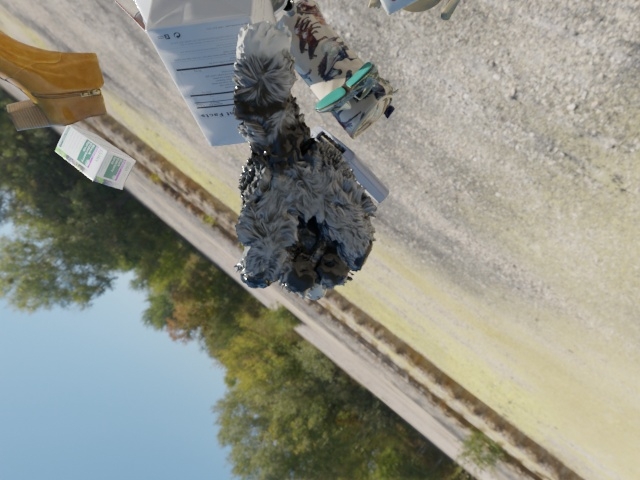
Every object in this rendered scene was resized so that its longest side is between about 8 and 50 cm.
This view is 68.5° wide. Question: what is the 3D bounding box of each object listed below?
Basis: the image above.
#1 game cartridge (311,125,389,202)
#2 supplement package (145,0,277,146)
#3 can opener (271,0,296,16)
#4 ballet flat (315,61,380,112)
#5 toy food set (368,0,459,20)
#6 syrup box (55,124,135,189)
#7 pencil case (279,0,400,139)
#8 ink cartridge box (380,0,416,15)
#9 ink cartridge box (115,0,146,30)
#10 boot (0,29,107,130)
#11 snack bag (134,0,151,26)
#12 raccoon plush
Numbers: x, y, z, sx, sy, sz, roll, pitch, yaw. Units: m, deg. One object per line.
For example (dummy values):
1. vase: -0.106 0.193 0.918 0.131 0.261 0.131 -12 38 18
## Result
1. game cartridge: 0.085 -0.221 1.370 0.196 0.060 0.294 44 -175 -37
2. supplement package: -0.166 -0.339 0.873 0.175 0.177 0.293 -5 154 7
3. can opener: -0.173 -0.578 1.034 0.283 0.076 0.095 40 -173 14
4. ballet flat: 0.076 -0.378 1.218 0.070 0.188 0.070 51 -166 -18
5. toy food set: 0.211 -0.545 1.019 0.192 0.038 0.132 4 165 -10
6. syrup box: -0.643 -0.241 1.340 0.237 0.093 0.096 31 -173 32
7. pencil case: 0.037 -0.493 1.326 0.410 0.183 0.160 52 -167 8
8. ink cartridge box: 0.146 -0.420 0.651 0.128 0.176 0.127 61 -161 -26
9. ink cartridge box: -0.388 -0.516 1.265 0.275 0.060 0.239 45 -178 -4
10. boot: -0.587 -0.381 0.995 0.104 0.211 0.295 48 152 37
11. snack bag: -0.303 -0.596 0.905 0.342 0.037 0.323 -15 110 35
12. raccoon plush: -0.038 -0.103 0.807 0.216 0.446 0.299 0 -172 -9
